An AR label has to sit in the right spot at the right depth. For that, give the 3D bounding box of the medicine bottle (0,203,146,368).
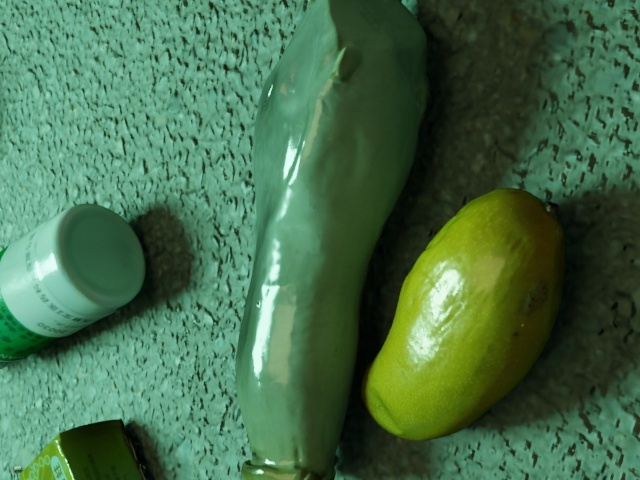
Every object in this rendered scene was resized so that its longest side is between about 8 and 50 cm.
[{"bbox_3d":[-0.267,0.055,0.781,0.260,0.095,0.095,-26,74,37],"label":"medicine bottle"}]

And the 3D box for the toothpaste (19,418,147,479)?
[{"bbox_3d":[-0.143,0.302,0.700,0.089,0.071,0.312,-43,65,34],"label":"toothpaste"}]

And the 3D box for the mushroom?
[{"bbox_3d":[-0.001,0.000,0.574,0.109,0.097,0.351,27,110,56],"label":"mushroom"}]

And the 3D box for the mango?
[{"bbox_3d":[0.082,0.051,0.518,0.190,0.075,0.098,-59,39,29],"label":"mango"}]
